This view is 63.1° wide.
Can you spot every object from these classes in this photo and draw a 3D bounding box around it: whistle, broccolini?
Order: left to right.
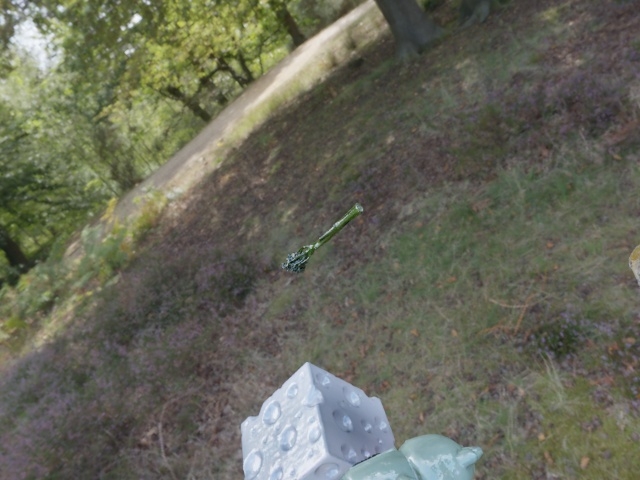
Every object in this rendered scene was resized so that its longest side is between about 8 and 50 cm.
[{"bbox_3d":[-0.001,0.000,0.872,0.218,0.042,0.044,-43,22,48],"label":"broccolini"},{"bbox_3d":[0.075,0.283,0.571,0.254,0.101,0.106,-15,32,-19],"label":"whistle"}]

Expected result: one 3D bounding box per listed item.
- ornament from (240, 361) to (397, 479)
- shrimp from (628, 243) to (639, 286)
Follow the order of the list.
[{"bbox_3d":[0.001,0.456,1.109,0.240,0.240,0.239,-46,29,17],"label":"ornament"},{"bbox_3d":[0.450,0.053,0.574,0.152,0.046,0.219,-16,38,-12],"label":"shrimp"}]
